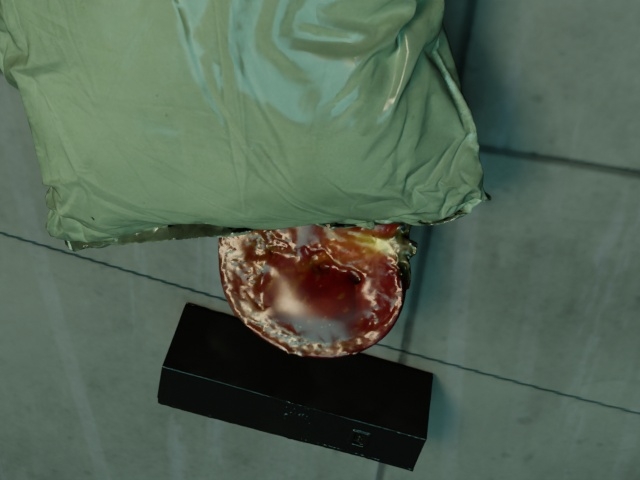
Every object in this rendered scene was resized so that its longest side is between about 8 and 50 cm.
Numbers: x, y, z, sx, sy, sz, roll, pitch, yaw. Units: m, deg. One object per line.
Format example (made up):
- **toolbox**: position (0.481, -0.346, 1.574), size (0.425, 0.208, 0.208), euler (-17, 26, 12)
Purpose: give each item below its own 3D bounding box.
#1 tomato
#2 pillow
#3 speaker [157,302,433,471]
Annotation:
- **tomato**: position (0.000, 0.000, 0.756), size (0.139, 0.091, 0.159), euler (-2, 97, 4)
- **pillow**: position (-0.055, -0.119, 0.628), size (0.310, 0.138, 0.283), euler (0, 119, 11)
- **speaker**: position (-0.019, 0.120, 0.859), size (0.218, 0.082, 0.044), euler (15, 129, -2)
